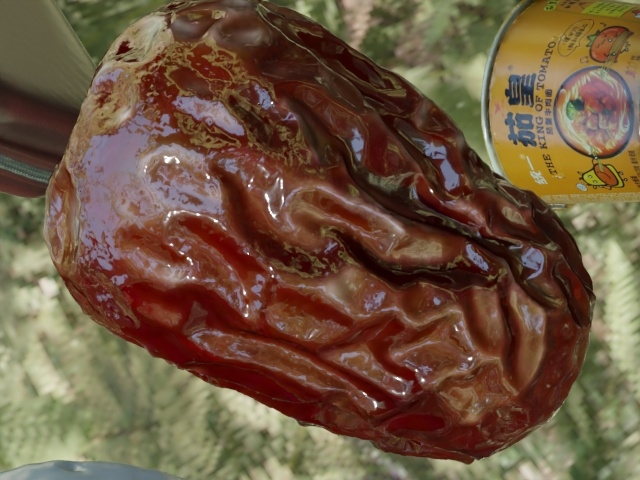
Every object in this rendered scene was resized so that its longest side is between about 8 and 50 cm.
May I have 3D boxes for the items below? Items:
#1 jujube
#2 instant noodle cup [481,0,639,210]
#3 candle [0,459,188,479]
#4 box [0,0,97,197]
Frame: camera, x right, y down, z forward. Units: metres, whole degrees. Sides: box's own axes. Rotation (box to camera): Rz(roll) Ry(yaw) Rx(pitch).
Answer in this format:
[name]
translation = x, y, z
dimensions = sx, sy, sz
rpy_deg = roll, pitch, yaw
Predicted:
[jujube]
translation = 0.000, 0.000, 0.739
dimensions = 0.230, 0.155, 0.155
rpy_deg = 28, 137, -15
[instant noodle cup]
translation = 0.277, -0.125, 1.644
dimensions = 0.172, 0.215, 0.216
rpy_deg = 9, 116, 46
[candle]
translation = -0.101, 0.222, 0.735
dimensions = 0.221, 0.342, 0.221
rpy_deg = -2, 122, -3
[box]
translation = -0.325, -0.198, 1.500
dimensions = 0.108, 0.263, 0.404
rpy_deg = -47, 55, 20
